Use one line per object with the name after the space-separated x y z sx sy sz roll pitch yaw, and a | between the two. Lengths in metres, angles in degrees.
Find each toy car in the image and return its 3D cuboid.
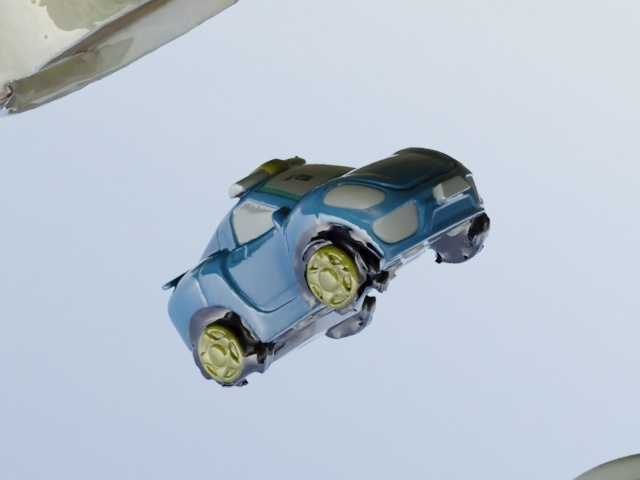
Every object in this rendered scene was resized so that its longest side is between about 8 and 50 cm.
0.000 0.000 1.611 0.198 0.314 0.166 -26 -97 -47 | toy car

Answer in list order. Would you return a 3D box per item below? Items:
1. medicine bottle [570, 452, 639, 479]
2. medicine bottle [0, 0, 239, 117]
0.290 0.326 1.467 0.252 0.252 0.241 18 -134 -8 | medicine bottle
-0.217 -0.310 1.235 0.406 0.236 0.236 60 -153 -1 | medicine bottle
